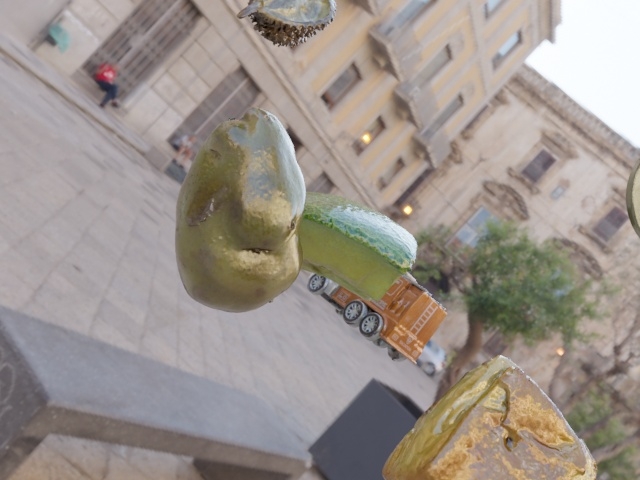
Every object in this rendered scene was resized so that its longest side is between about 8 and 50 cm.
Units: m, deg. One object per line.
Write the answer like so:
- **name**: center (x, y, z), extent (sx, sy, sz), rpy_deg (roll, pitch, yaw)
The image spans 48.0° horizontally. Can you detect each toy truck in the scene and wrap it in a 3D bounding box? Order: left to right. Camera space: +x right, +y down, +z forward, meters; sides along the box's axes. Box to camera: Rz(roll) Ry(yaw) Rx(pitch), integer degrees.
- **toy truck**: center (0.147, 0.151, 1.942), extent (0.173, 0.207, 0.387), rpy_deg (41, -4, -41)

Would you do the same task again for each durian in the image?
- **durian**: center (-0.063, -0.368, 1.164), extent (0.148, 0.188, 0.091), rpy_deg (53, -41, 12)

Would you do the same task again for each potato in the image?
- **potato**: center (-0.132, -0.050, 1.210), extent (0.218, 0.351, 0.202), rpy_deg (4, 13, -10)

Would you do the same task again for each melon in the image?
- **melon**: center (0.000, 0.000, 1.463), extent (0.344, 0.226, 0.331), rpy_deg (31, 11, -3)

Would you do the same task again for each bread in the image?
- **bread**: center (0.216, 0.283, 0.893), extent (0.210, 0.235, 0.099), rpy_deg (51, -20, 5)

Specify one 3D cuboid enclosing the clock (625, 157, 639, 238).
- **clock**: center (0.672, -0.076, 1.306), extent (0.235, 0.235, 0.029), rpy_deg (43, -5, -3)
